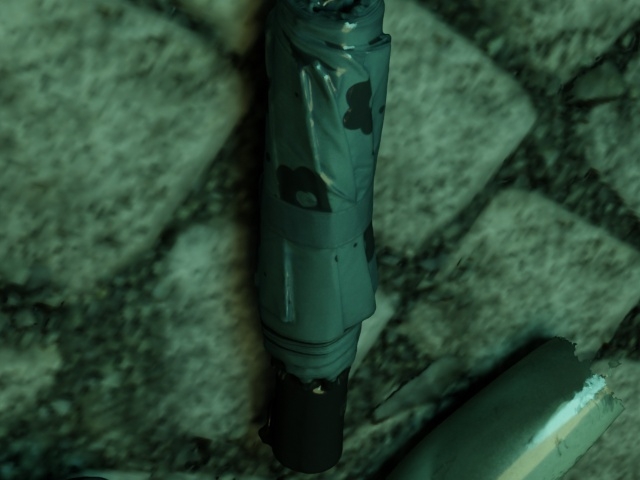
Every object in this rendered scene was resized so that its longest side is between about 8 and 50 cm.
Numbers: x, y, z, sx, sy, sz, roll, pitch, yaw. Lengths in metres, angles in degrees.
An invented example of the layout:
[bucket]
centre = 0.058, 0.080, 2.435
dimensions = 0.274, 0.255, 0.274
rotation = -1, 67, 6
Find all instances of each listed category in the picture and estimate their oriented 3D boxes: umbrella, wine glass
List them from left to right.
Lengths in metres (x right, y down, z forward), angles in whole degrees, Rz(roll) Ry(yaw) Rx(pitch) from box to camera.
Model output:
[umbrella]
centre = 0.002, 0.001, 0.809
dimensions = 0.052, 0.053, 0.250
rotation = -17, 130, -25
[wine glass]
centre = 0.044, 0.144, 0.942
dimensions = 0.262, 0.074, 0.074
rotation = -42, 137, -1

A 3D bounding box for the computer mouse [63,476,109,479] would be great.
[computer mouse]
centre = -0.146, 0.205, 0.838
dimensions = 0.232, 0.057, 0.120
rotation = -63, 162, 19
